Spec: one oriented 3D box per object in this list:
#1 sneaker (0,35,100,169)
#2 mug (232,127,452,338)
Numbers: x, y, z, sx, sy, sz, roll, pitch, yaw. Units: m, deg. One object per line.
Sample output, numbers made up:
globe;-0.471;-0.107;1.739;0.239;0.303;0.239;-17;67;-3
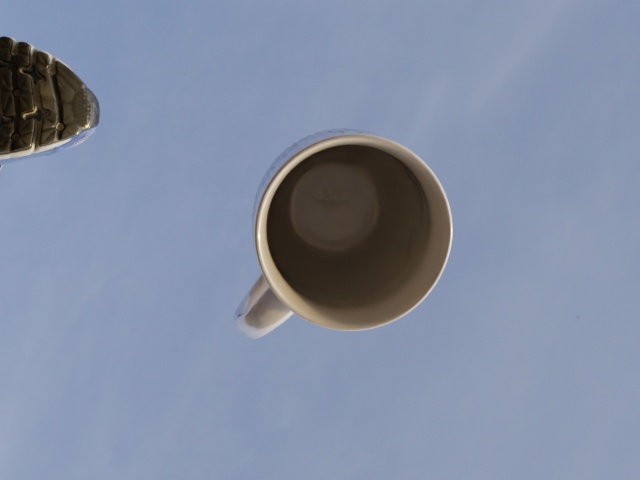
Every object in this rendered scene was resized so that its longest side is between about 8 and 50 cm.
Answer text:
sneaker;-0.365;-0.124;0.969;0.330;0.147;0.129;-1;-100;21
mug;0.000;0.000;1.437;0.276;0.328;0.374;41;-86;-10
